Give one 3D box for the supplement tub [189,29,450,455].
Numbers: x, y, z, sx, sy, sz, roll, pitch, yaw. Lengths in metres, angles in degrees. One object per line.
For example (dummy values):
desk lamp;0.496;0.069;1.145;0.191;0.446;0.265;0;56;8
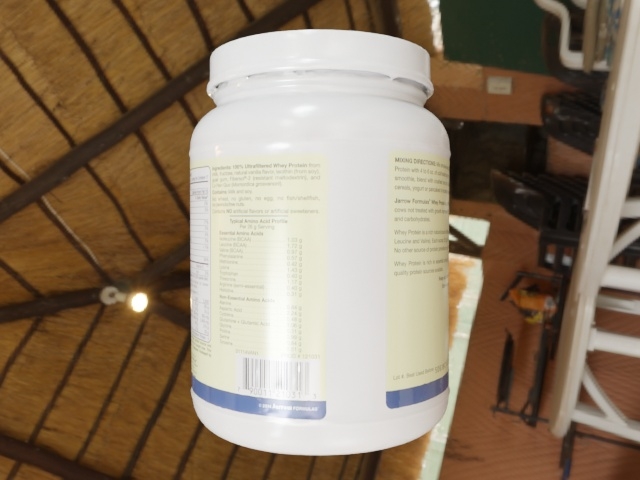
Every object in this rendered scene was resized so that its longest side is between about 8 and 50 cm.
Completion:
supplement tub;0.000;0.000;0.587;0.235;0.235;0.325;-3;-86;-69
